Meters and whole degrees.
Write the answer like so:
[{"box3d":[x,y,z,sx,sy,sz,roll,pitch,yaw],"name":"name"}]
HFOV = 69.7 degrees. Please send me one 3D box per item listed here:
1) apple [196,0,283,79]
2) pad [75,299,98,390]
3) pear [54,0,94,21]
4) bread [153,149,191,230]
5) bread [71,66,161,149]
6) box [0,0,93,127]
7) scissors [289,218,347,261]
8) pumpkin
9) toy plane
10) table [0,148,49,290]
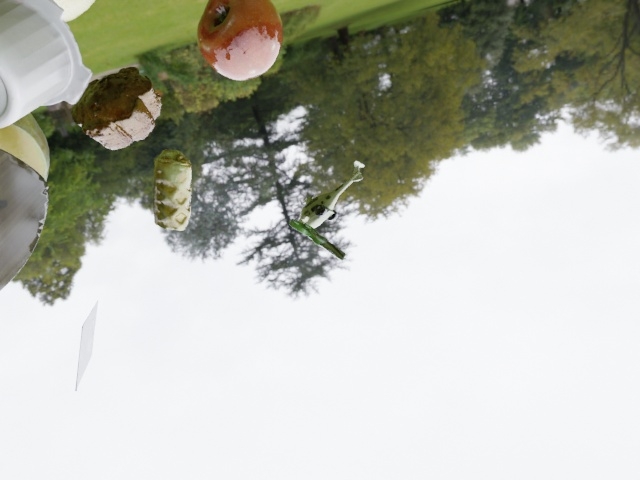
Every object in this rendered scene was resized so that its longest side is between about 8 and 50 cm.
[{"box3d":[-0.310,-0.795,1.765,0.349,0.348,0.277,-2,170,30],"name":"apple"},{"box3d":[-0.618,0.271,1.220,0.006,0.170,0.245,8,-175,-19],"name":"pad"},{"box3d":[-0.933,-0.955,1.588,0.340,0.191,0.386,-52,-178,45],"name":"pear"},{"box3d":[-0.508,-0.180,1.584,0.152,0.267,0.130,28,-146,29],"name":"bread"},{"box3d":[-0.554,-0.368,1.271,0.232,0.135,0.246,-19,-126,9],"name":"bread"},{"box3d":[-0.615,-0.353,0.864,0.263,0.291,0.206,0,-140,-1],"name":"box"},{"box3d":[0.000,0.000,1.277,0.204,0.027,0.101,37,-168,35],"name":"scissors"},{"box3d":[-0.895,-0.231,1.220,0.332,0.332,0.199,-24,-151,-27],"name":"pumpkin"},{"box3d":[0.029,-0.131,1.429,0.286,0.108,0.092,-38,154,20],"name":"toy plane"},{"box3d":[-0.769,-0.062,0.893,0.249,0.317,0.317,-5,-159,14],"name":"table"}]
